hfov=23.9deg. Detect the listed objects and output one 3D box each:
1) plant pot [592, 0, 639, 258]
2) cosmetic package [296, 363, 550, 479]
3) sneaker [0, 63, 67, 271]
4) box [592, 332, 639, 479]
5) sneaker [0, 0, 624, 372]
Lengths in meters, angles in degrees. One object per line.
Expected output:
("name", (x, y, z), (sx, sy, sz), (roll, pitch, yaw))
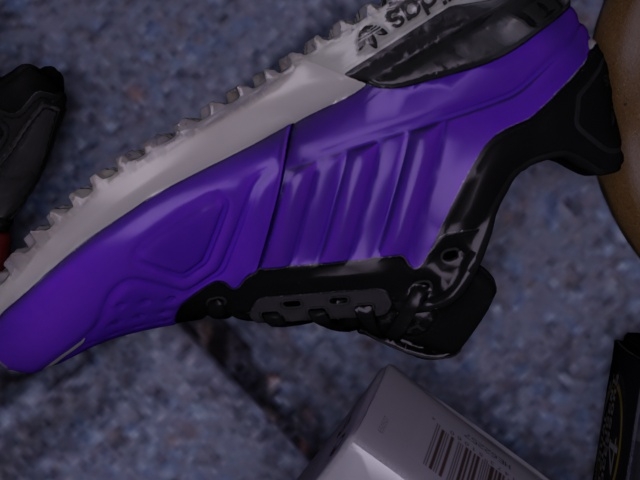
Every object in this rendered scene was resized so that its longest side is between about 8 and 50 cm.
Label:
("plant pot", (0.235, -0.064, 0.658), (0.236, 0.032, 0.236), (0, 94, 5))
("cosmetic package", (0.002, 0.180, 0.639), (0.117, 0.085, 0.231), (37, 111, 0))
("sneaker", (-0.226, -0.097, 0.654), (0.276, 0.097, 0.135), (37, 95, -1))
("box", (0.300, 0.225, 0.640), (0.394, 0.097, 0.318), (8, 92, 3))
("sneaker", (0.000, 0.000, 0.640), (0.293, 0.102, 0.146), (-32, 94, 3))
